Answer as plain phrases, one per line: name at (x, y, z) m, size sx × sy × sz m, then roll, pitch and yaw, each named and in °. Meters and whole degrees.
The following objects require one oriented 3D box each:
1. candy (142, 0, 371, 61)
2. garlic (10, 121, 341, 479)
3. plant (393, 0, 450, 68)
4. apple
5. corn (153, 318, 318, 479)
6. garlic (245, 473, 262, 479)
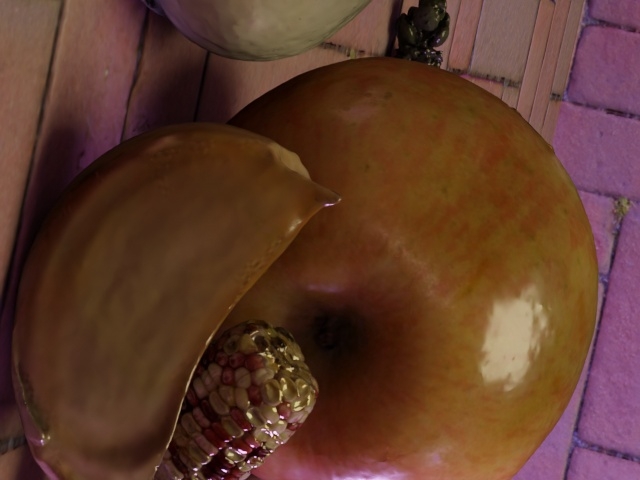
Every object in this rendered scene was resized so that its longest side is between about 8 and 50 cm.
candy at (-0.028, -0.272, 1.408) m, size 0.295 × 0.185 × 0.295 m, roll 19°, pitch 90°, yaw -74°
garlic at (-0.139, 0.060, 1.305) m, size 0.338 × 0.196 × 0.151 m, roll -60°, pitch 139°, yaw -12°
plant at (0.120, -0.229, 2.217) m, size 0.085 × 0.087 × 0.174 m, roll -109°, pitch -154°, yaw -57°
apple at (0.045, 0.043, 1.537) m, size 0.346 × 0.391 × 0.391 m, roll -25°, pitch 127°, yaw -73°
corn at (-0.121, 0.172, 1.388) m, size 0.290 × 0.098 × 0.098 m, roll -41°, pitch 175°, yaw 18°
garlic at (-0.052, 0.287, 1.698) m, size 0.128 × 0.266 × 0.148 m, roll -51°, pitch -129°, yaw 46°
